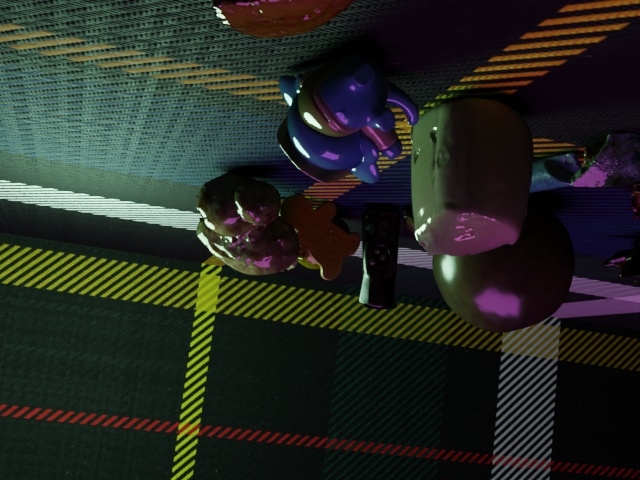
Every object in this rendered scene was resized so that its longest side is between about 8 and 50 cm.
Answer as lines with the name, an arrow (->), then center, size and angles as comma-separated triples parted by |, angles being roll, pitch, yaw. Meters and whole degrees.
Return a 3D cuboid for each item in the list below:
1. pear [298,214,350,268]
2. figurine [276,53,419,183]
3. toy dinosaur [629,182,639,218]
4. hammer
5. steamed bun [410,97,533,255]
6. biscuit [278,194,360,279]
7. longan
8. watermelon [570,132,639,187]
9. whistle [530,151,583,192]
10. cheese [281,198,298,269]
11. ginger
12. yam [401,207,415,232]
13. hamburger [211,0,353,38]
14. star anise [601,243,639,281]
pear -> 0.000, 0.000, 2.160 | 0.149, 0.148, 0.162 | -3, -167, 46
figurine -> 0.035, -0.166, 1.184 | 0.180, 0.153, 0.262 | 23, 168, -23
toy dinosaur -> 0.615, -0.071, 1.600 | 0.049, 0.055, 0.154 | -2, 159, 29
hammer -> 0.138, 0.032, 2.182 | 0.095, 0.242, 0.409 | 1, -176, -1
steamed bun -> 0.232, -0.088, 1.267 | 0.170, 0.225, 0.200 | 10, 168, -21
biscuit -> -0.012, -0.020, 2.046 | 0.240, 0.158, 0.035 | 46, 169, -24
longan -> 0.386, 0.045, 1.788 | 0.319, 0.318, 0.319 | 7, 170, 1
watermelon -> 0.488, -0.139, 1.344 | 0.155, 0.080, 0.101 | 8, 135, 6
whistle -> 0.353, -0.111, 1.541 | 0.062, 0.062, 0.304 | 13, 168, -32
cheese -> -0.097, -0.016, 2.091 | 0.094, 0.167, 0.123 | 13, 167, -22
ginger -> -0.172, -0.044, 1.886 | 0.245, 0.155, 0.304 | 20, 155, 17
yam -> 0.320, -0.019, 1.991 | 0.259, 0.106, 0.106 | 5, 170, 2
hamburger -> -0.020, -0.247, 0.798 | 0.155, 0.135, 0.207 | 7, 173, 7
star anise -> 0.804, 0.029, 1.992 | 0.272, 0.102, 0.272 | -7, -166, 2
